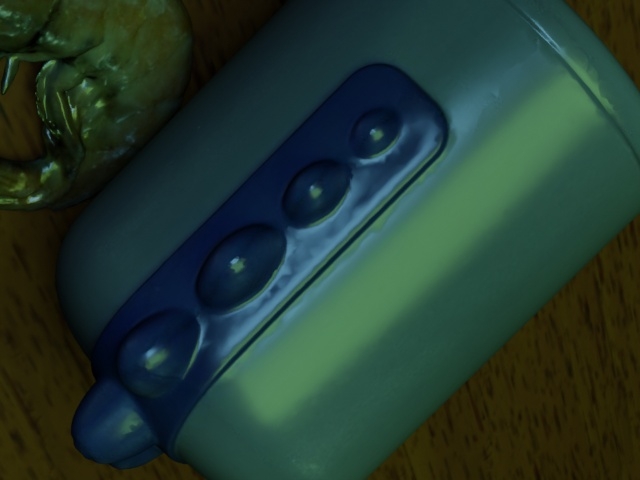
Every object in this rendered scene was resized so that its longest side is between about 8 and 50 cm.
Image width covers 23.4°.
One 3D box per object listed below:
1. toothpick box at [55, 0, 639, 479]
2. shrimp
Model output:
[{"bbox_3d":[0.000,0.000,0.890,0.355,0.263,0.263,-45,132,-3],"label":"toothpick box"},{"bbox_3d":[-0.195,-0.096,0.830,0.296,0.058,0.169,13,110,-43],"label":"shrimp"}]
